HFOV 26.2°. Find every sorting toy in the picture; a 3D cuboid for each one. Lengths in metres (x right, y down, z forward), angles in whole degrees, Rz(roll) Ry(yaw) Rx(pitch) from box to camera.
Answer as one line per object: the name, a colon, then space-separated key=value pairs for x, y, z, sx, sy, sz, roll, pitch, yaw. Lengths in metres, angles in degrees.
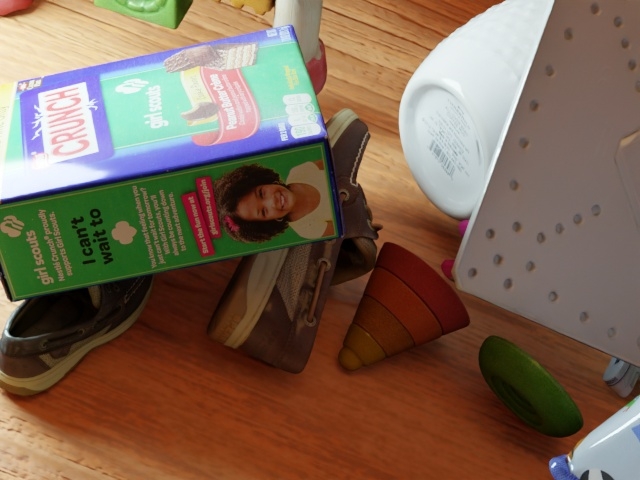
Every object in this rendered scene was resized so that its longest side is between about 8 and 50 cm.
sorting toy: x=0.153 y=0.162 z=1.349 sx=0.126 sy=0.127 sz=0.365 roll=-43 pitch=70 yaw=-13

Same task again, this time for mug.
mug: x=0.290 y=-0.110 z=1.549 sx=0.328 sy=0.276 sz=0.374 roll=-20 pitch=74 yaw=-26

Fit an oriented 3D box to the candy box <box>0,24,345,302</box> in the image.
candy box: x=-0.155 y=-0.082 z=1.332 sx=0.317 sy=0.122 sz=0.268 roll=-13 pitch=32 yaw=-2

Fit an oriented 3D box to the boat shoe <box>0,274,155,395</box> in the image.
boat shoe: x=-0.227 y=0.059 z=1.311 sx=0.080 sy=0.073 sz=0.223 roll=31 pitch=44 yaw=12

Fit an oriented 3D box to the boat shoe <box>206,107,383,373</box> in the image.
boat shoe: x=0.000 y=0.000 z=1.433 sx=0.123 sy=0.123 sz=0.342 roll=30 pitch=44 yaw=-4

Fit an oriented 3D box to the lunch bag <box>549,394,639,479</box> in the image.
lunch bag: x=0.433 y=0.171 z=1.163 sx=0.385 sy=0.328 sz=0.239 roll=11 pitch=43 yaw=-51

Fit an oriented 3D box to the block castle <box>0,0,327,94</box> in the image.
block castle: x=-0.174 y=-0.358 z=1.667 sx=0.453 sy=0.213 sz=0.303 roll=17 pitch=54 yaw=7

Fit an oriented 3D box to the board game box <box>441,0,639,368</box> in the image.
board game box: x=0.346 y=-0.069 z=1.423 sx=0.390 sy=0.050 sz=0.390 roll=23 pitch=83 yaw=-24

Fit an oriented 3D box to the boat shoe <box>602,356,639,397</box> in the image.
boat shoe: x=0.335 y=0.132 z=1.474 sx=0.035 sy=0.035 sz=0.100 roll=50 pitch=41 yaw=-7
